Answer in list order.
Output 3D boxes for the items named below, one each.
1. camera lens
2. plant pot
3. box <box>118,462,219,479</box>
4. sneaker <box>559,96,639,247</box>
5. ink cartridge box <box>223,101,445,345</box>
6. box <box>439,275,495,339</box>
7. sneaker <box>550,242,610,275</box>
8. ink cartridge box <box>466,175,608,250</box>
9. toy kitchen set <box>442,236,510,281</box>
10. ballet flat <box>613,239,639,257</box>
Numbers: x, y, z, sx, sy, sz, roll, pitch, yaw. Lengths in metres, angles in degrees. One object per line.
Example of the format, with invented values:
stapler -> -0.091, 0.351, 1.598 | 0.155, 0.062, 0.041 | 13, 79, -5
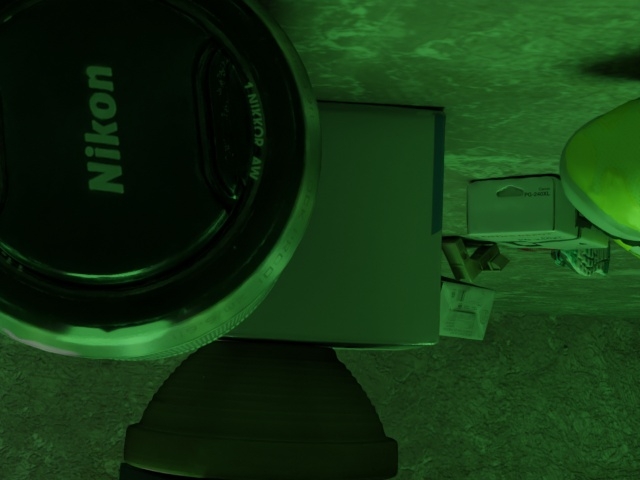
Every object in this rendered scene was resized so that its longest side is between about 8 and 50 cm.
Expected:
camera lens -> -0.118, -0.037, 0.628 | 0.219, 0.219, 0.274 | 3, 173, -5
plant pot -> -0.048, 0.145, 0.900 | 0.237, 0.109, 0.237 | 4, 172, 1
box -> -0.039, 0.246, 0.857 | 0.184, 0.103, 0.261 | 4, 174, -33
sneaker -> 0.313, -0.080, 0.598 | 0.385, 0.145, 0.147 | -6, 148, 39
ink cartridge box -> 0.000, 0.000, 0.960 | 0.197, 0.198, 0.270 | 3, 173, -1
box -> 0.126, 0.084, 1.736 | 0.290, 0.087, 0.169 | 16, -177, 40
sneaker -> 0.379, 0.023, 1.543 | 0.076, 0.065, 0.166 | 3, 172, 31
ink cartridge box -> 0.248, -0.028, 1.172 | 0.109, 0.063, 0.150 | -3, 171, 38
toy kitchen set -> 0.251, 0.013, 1.627 | 0.068, 0.075, 0.083 | -1, -148, 50
ballet flat -> 0.381, -0.009, 1.182 | 0.077, 0.077, 0.231 | -41, 163, 13
